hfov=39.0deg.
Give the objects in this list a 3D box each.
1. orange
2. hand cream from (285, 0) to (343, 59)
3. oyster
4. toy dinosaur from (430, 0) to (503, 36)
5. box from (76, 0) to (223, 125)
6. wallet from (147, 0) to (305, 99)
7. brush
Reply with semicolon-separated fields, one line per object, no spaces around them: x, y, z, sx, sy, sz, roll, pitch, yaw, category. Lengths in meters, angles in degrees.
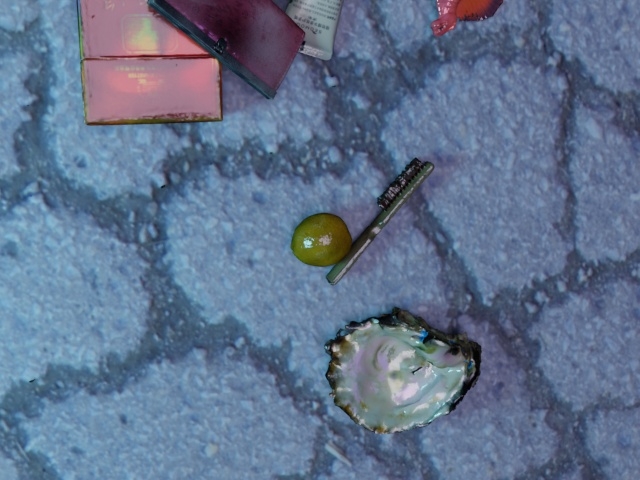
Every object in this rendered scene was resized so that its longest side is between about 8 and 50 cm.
0.000;0.000;1.392;0.095;0.085;0.085;-19;103;7;orange
0.013;-0.412;1.337;0.095;0.059;0.276;16;102;-12;hand cream
0.137;0.204;1.455;0.259;0.092;0.198;-13;102;1;oyster
0.248;-0.434;1.375;0.138;0.070;0.286;23;92;-24;toy dinosaur
-0.245;-0.324;1.286;0.197;0.089;0.314;-3;101;-11;box
-0.124;-0.311;1.264;0.232;0.025;0.119;35;76;-37;wallet
0.086;-0.033;1.423;0.036;0.043;0.248;40;92;-7;brush
